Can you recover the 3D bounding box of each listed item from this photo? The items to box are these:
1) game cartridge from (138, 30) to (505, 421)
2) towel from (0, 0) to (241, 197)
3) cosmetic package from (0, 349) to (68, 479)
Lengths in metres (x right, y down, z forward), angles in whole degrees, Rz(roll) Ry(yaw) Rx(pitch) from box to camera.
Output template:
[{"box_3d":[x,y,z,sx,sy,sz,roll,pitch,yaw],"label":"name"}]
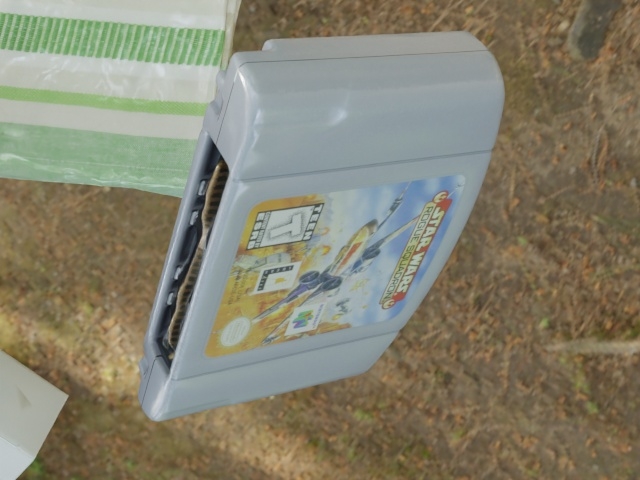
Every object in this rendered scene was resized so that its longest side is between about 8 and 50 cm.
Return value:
[{"box_3d":[0.000,0.000,0.684,0.062,0.198,0.297,61,145,36],"label":"game cartridge"},{"box_3d":[-0.192,-0.209,0.990,0.248,0.038,0.324,7,85,8],"label":"towel"},{"box_3d":[-0.452,0.190,0.963,0.284,0.097,0.377,39,119,-12],"label":"cosmetic package"}]
